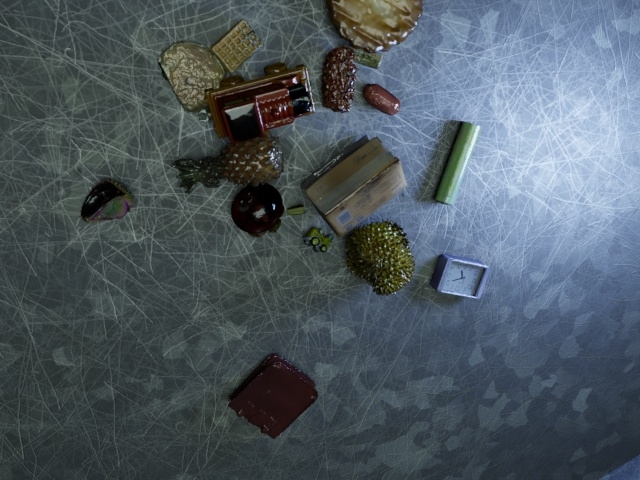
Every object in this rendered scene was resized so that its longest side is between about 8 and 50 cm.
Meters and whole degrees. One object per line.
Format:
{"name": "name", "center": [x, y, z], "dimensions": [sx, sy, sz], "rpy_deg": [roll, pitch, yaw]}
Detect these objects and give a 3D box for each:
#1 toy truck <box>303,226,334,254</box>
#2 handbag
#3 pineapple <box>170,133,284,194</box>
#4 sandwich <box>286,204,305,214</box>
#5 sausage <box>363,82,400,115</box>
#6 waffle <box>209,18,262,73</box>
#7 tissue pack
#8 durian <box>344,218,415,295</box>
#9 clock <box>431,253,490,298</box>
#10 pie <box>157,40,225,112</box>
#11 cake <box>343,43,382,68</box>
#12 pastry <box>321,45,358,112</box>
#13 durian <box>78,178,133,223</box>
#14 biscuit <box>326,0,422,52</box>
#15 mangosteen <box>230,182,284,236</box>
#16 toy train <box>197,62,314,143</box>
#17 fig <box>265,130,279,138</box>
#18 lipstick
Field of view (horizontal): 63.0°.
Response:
{"name": "toy truck", "center": [0.000, 0.000, 1.872], "dimensions": [0.111, 0.076, 0.076], "rpy_deg": [35, 77, -20]}
{"name": "handbag", "center": [-0.180, 0.600, 2.009], "dimensions": [0.260, 0.084, 0.275], "rpy_deg": [41, 96, -21]}
{"name": "pineapple", "center": [-0.300, -0.246, 1.676], "dimensions": [0.362, 0.175, 0.174], "rpy_deg": [-4, 109, 10]}
{"name": "sandwich", "center": [-0.077, -0.108, 1.835], "dimensions": [0.044, 0.083, 0.030], "rpy_deg": [-31, 112, -49]}
{"name": "sausage", "center": [0.205, -0.476, 1.762], "dimensions": [0.141, 0.076, 0.076], "rpy_deg": [30, 99, -20]}
{"name": "waffle", "center": [-0.260, -0.603, 1.624], "dimensions": [0.148, 0.042, 0.102], "rpy_deg": [-45, 111, -10]}
{"name": "tissue pack", "center": [0.103, -0.201, 1.777], "dimensions": [0.306, 0.238, 0.238], "rpy_deg": [-38, 111, 1]}
{"name": "durian", "center": [0.220, 0.066, 1.850], "dimensions": [0.258, 0.258, 0.292], "rpy_deg": [-25, 116, -4]}
{"name": "clock", "center": [0.541, 0.142, 2.027], "dimensions": [0.194, 0.073, 0.144], "rpy_deg": [11, 104, -15]}
{"name": "pie", "center": [-0.391, -0.515, 1.633], "dimensions": [0.185, 0.052, 0.218], "rpy_deg": [-25, 109, -3]}
{"name": "cake", "center": [0.136, -0.610, 1.732], "dimensions": [0.140, 0.055, 0.051], "rpy_deg": [18, 104, 1]}
{"name": "pastry", "center": [0.062, -0.522, 1.703], "dimensions": [0.115, 0.097, 0.208], "rpy_deg": [0, 109, -4]}
{"name": "durian", "center": [-0.676, -0.121, 1.685], "dimensions": [0.187, 0.119, 0.108], "rpy_deg": [-33, 149, 12]}
{"name": "biscuit", "center": [0.168, -0.763, 1.649], "dimensions": [0.326, 0.107, 0.325], "rpy_deg": [-5, 110, -13]}
{"name": "mangosteen", "center": [-0.202, -0.096, 1.753], "dimensions": [0.200, 0.200, 0.199], "rpy_deg": [-4, 108, -11]}
{"name": "toy train", "center": [-0.191, -0.412, 1.598], "dimensions": [0.369, 0.231, 0.163], "rpy_deg": [-17, 127, -7]}
{"name": "fig", "center": [-0.175, -0.345, 1.740], "dimensions": [0.083, 0.050, 0.050], "rpy_deg": [9, 106, -35]}
{"name": "lipstick", "center": [0.496, -0.273, 1.887], "dimensions": [0.076, 0.076, 0.304], "rpy_deg": [14, 104, -16]}
